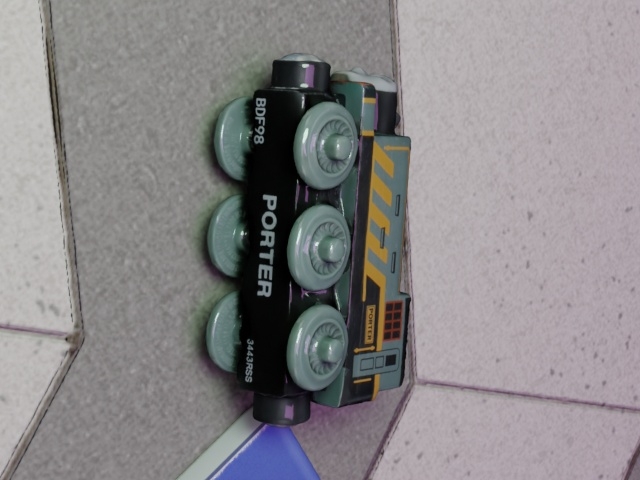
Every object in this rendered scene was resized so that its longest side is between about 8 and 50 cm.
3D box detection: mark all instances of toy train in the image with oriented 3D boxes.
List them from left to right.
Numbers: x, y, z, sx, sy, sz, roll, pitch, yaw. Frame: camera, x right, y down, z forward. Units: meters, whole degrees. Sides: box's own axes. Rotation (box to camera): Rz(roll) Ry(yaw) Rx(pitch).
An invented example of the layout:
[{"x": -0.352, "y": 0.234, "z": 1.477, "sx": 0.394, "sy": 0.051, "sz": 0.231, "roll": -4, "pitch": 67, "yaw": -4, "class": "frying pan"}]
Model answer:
[{"x": 0.000, "y": 0.000, "z": 1.356, "sx": 0.190, "sy": 0.142, "sz": 0.334, "roll": -3, "pitch": 98, "yaw": -51, "class": "toy train"}]

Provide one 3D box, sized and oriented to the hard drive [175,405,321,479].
[{"x": -0.050, "y": 0.341, "z": 1.422, "sx": 0.210, "sy": 0.040, "sz": 0.319, "roll": -43, "pitch": 121, "yaw": -25, "class": "hard drive"}]
